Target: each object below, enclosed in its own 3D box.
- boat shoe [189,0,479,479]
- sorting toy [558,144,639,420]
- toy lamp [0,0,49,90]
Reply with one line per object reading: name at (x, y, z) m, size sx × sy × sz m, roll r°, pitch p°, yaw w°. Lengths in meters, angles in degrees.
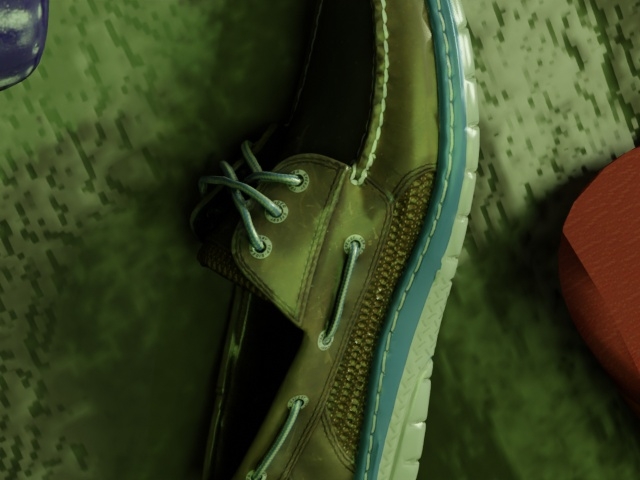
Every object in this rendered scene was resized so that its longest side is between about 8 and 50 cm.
boat shoe at (0.000, 0.000, 0.571) m, size 0.066 × 0.066 × 0.183 m, roll -1°, pitch 103°, yaw -25°
sorting toy at (0.237, -0.008, 0.691) m, size 0.365 × 0.127 × 0.126 m, roll -28°, pitch 143°, yaw -21°
toy lamp at (-0.200, -0.055, 0.451) m, size 0.274 × 0.080 × 0.080 m, roll -3°, pitch 104°, yaw -25°
